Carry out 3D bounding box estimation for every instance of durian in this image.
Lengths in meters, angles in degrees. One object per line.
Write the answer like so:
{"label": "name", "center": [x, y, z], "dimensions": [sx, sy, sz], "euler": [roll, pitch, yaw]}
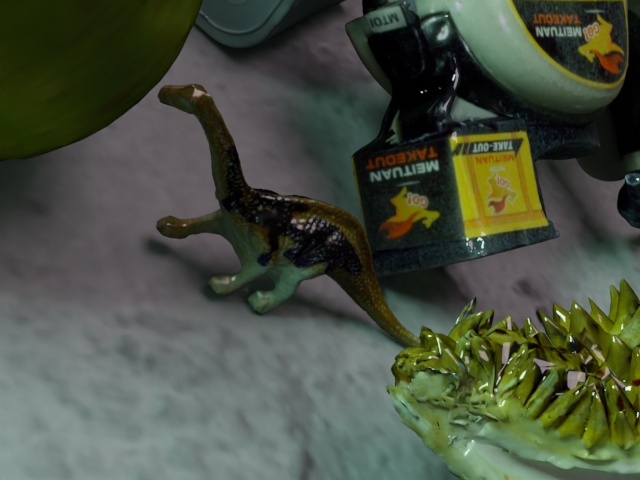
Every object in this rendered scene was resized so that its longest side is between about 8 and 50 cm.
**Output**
{"label": "durian", "center": [0.159, 0.113, 0.557], "dimensions": [0.306, 0.166, 0.172], "euler": [43, 2, -7]}

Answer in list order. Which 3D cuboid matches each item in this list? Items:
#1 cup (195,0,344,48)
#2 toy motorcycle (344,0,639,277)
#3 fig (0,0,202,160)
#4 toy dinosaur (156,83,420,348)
{"label": "cup", "center": [-0.004, -0.163, 0.704], "dimensions": [0.095, 0.128, 0.129], "euler": [44, 35, 2]}
{"label": "toy motorcycle", "center": [0.111, -0.070, 0.713], "dimensions": [0.263, 0.091, 0.157], "euler": [-9, 89, -49]}
{"label": "fig", "center": [-0.135, -0.151, 0.429], "dimensions": [0.326, 0.258, 0.258], "euler": [54, 16, -46]}
{"label": "toy dinosaur", "center": [-0.013, 0.005, 0.574], "dimensions": [0.180, 0.058, 0.037], "euler": [37, 42, -45]}
